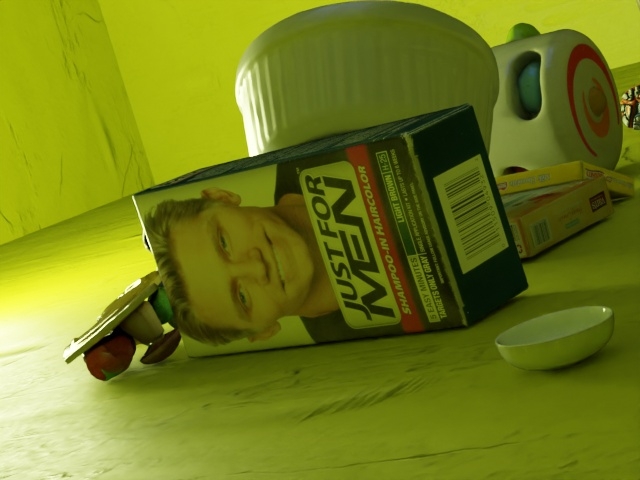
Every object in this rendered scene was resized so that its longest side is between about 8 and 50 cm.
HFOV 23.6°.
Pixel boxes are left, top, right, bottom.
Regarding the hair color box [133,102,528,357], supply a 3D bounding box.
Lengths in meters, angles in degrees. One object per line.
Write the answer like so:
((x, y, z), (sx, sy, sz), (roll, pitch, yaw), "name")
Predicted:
((0.000, 0.000, 1.388), (0.347, 0.173, 0.105), (-10, 11, 43), "hair color box")

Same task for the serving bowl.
((0.163, 0.071, 1.055), (0.083, 0.027, 0.083), (-16, 7, 2), "serving bowl")

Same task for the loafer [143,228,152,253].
((-0.125, -0.025, 2.132), (0.130, 0.133, 0.366), (-27, 2, -37), "loafer")

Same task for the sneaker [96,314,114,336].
((-0.211, 0.089, 1.722), (0.044, 0.040, 0.109), (-19, 8, -32), "sneaker")

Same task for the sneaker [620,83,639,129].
((0.536, -0.210, 2.175), (0.221, 0.083, 0.087), (-6, 5, 40), "sneaker")

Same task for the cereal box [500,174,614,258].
((0.159, -0.009, 1.597), (0.240, 0.047, 0.173), (-10, 10, 41), "cereal box")

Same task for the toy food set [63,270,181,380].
((-0.191, 0.098, 1.547), (0.128, 0.071, 0.218), (-41, 7, -3), "toy food set")

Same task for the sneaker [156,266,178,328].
((-0.119, 0.037, 1.750), (0.100, 0.108, 0.271), (3, 26, 7), "sneaker")

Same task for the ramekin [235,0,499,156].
((0.049, -0.111, 1.537), (0.273, 0.127, 0.273), (-1, -27, -1), "ramekin")

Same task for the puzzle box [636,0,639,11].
((0.475, -0.222, 1.627), (0.052, 0.272, 0.409), (-23, 8, -16), "puzzle box")

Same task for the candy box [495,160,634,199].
((0.233, -0.052, 1.704), (0.206, 0.027, 0.105), (-10, -13, 42), "candy box")

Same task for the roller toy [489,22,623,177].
((0.281, -0.154, 1.869), (0.146, 0.209, 0.191), (-11, 22, 34), "roller toy")
